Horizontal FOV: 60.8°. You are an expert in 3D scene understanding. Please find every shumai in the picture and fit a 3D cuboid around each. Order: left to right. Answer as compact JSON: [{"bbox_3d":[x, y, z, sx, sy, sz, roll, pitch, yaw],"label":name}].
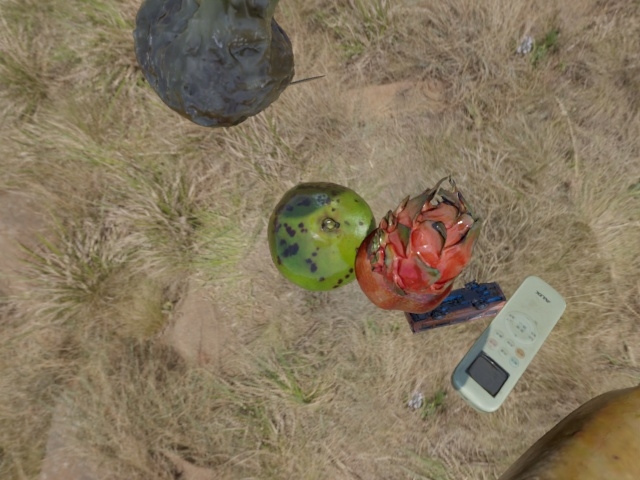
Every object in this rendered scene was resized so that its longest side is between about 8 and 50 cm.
[{"bbox_3d":[-0.097,-0.226,0.536,0.162,0.153,0.209,5,59,-20],"label":"shumai"}]

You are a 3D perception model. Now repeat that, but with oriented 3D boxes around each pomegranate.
[{"bbox_3d":[0.000,0.000,1.045,0.211,0.263,0.210,2,72,-6],"label":"pomegranate"}]

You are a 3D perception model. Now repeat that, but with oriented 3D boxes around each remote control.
[{"bbox_3d":[0.316,0.164,0.907,0.090,0.038,0.310,44,52,14],"label":"remote control"}]

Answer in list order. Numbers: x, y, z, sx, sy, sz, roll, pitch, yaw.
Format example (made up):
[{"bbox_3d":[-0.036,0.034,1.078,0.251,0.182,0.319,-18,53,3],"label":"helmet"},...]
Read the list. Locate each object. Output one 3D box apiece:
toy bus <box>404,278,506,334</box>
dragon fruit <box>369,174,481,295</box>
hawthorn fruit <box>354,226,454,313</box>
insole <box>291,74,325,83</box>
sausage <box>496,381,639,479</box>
[{"bbox_3d":[0.311,0.157,1.272,0.235,0.096,0.073,-12,51,-6],"label":"toy bus"},{"bbox_3d":[0.121,-0.002,0.644,0.142,0.121,0.130,-42,51,32],"label":"dragon fruit"},{"bbox_3d":[0.140,0.040,0.911,0.169,0.188,0.168,1,87,-8],"label":"hawthorn fruit"},{"bbox_3d":[-0.066,-0.353,1.229,0.064,0.189,0.004,2,111,54],"label":"insole"},{"bbox_3d":[0.057,0.259,0.302,0.501,0.123,0.136,-32,108,-18],"label":"sausage"}]
